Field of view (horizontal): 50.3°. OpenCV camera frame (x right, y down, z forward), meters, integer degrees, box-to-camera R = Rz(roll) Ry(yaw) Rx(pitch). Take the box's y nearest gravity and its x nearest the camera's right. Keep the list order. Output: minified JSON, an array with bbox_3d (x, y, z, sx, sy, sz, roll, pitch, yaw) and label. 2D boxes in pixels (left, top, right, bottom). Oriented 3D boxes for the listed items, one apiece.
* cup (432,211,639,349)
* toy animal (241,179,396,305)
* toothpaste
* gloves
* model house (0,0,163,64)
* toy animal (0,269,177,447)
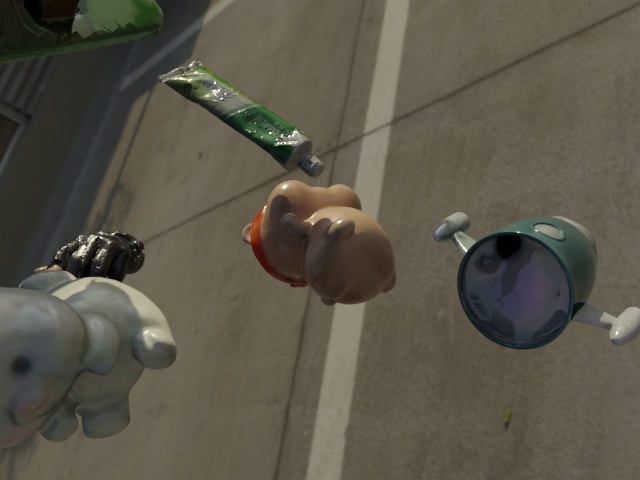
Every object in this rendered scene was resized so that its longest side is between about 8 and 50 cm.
[{"bbox_3d":[0.299,0.040,0.933,0.300,0.173,0.167,33,127,27],"label":"cup"},{"bbox_3d":[0.000,0.000,0.938,0.198,0.171,0.171,28,87,45],"label":"toy animal"},{"bbox_3d":[-0.096,-0.158,0.877,0.078,0.248,0.047,-39,-21,-39],"label":"toothpaste"},{"bbox_3d":[-0.383,0.043,1.115,0.106,0.129,0.181,-62,-8,19],"label":"gloves"},{"bbox_3d":[-0.214,-0.298,0.304,0.300,0.340,0.323,-29,-9,-46],"label":"model house"},{"bbox_3d":[-0.374,0.121,0.824,0.241,0.367,0.196,39,104,26],"label":"toy animal"}]
